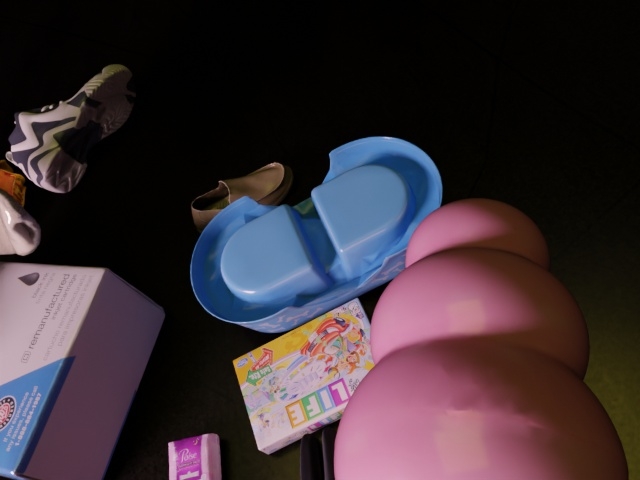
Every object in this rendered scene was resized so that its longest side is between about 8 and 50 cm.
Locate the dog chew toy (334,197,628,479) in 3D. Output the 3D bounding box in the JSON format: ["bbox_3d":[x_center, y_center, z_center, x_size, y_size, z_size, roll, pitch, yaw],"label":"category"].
[{"bbox_3d":[0.127,0.102,0.474,0.207,0.206,0.331,-3,51,19],"label":"dog chew toy"}]

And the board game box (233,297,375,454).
[{"bbox_3d":[-0.007,0.139,0.598,0.154,0.026,0.103,-28,54,3],"label":"board game box"}]

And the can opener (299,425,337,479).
[{"bbox_3d":[0.006,0.256,0.505,0.059,0.073,0.186,-16,46,21],"label":"can opener"}]

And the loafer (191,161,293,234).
[{"bbox_3d":[-0.103,-0.057,0.742,0.148,0.050,0.056,-33,54,0],"label":"loafer"}]

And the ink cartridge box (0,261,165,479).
[{"bbox_3d":[-0.374,0.147,0.673,0.307,0.129,0.223,2,61,23],"label":"ink cartridge box"}]

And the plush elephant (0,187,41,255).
[{"bbox_3d":[-0.450,-0.020,0.563,0.255,0.272,0.330,-37,22,27],"label":"plush elephant"}]

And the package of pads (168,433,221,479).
[{"bbox_3d":[-0.126,0.241,0.579,0.050,0.032,0.083,-16,55,8],"label":"package of pads"}]

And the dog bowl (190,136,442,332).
[{"bbox_3d":[0.000,0.000,0.654,0.297,0.074,0.166,-27,54,3],"label":"dog bowl"}]

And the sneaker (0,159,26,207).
[{"bbox_3d":[-0.496,-0.075,0.900,0.067,0.064,0.175,-34,56,-13],"label":"sneaker"}]

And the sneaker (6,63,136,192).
[{"bbox_3d":[-0.415,-0.199,0.923,0.153,0.094,0.235,22,80,22],"label":"sneaker"}]
